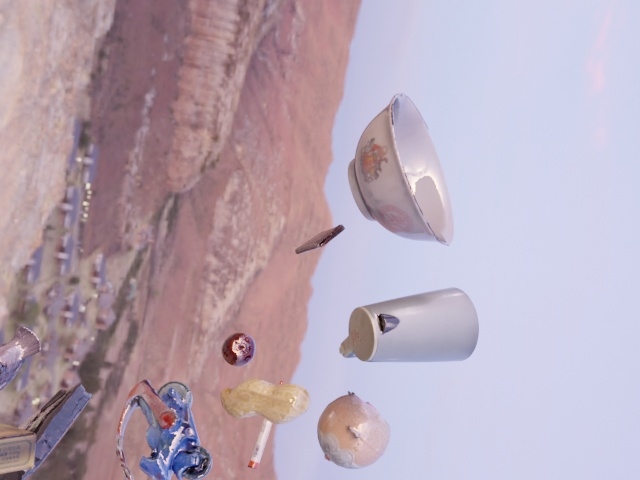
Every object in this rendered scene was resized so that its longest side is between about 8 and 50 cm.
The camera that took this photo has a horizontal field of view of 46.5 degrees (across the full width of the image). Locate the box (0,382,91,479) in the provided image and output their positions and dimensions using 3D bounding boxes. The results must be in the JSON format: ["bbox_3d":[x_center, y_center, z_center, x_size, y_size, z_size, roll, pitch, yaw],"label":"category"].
[{"bbox_3d":[-0.747,0.532,1.844,0.350,0.091,0.359,-40,-168,18],"label":"box"}]

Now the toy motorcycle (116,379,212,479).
[{"bbox_3d":[-0.456,0.567,2.139,0.182,0.241,0.319,44,17,-54],"label":"toy motorcycle"}]

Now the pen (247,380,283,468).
[{"bbox_3d":[-0.129,0.444,1.801,0.026,0.026,0.218,117,-8,-71],"label":"pen"}]

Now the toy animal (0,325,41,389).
[{"bbox_3d":[-0.906,0.354,2.029,0.298,0.122,0.185,-43,169,-41],"label":"toy animal"}]

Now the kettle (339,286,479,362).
[{"bbox_3d":[0.176,0.195,1.585,0.210,0.243,0.159,135,-52,-59],"label":"kettle"}]

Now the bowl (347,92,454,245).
[{"bbox_3d":[0.159,-0.132,1.613,0.345,0.157,0.345,46,34,-46],"label":"bowl"}]

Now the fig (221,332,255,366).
[{"bbox_3d":[-0.217,0.285,1.921,0.125,0.089,0.088,136,-36,-66],"label":"fig"}]

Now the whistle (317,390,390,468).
[{"bbox_3d":[0.083,0.490,1.901,0.348,0.189,0.189,66,32,-77],"label":"whistle"}]

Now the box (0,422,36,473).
[{"bbox_3d":[-0.622,0.357,1.241,0.159,0.240,0.071,1,-93,41],"label":"box"}]

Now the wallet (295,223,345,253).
[{"bbox_3d":[0.000,0.000,1.876,0.095,0.026,0.176,-37,-175,-21],"label":"wallet"}]

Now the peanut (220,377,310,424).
[{"bbox_3d":[-0.108,0.309,1.429,0.082,0.187,0.082,3,90,-73],"label":"peanut"}]
